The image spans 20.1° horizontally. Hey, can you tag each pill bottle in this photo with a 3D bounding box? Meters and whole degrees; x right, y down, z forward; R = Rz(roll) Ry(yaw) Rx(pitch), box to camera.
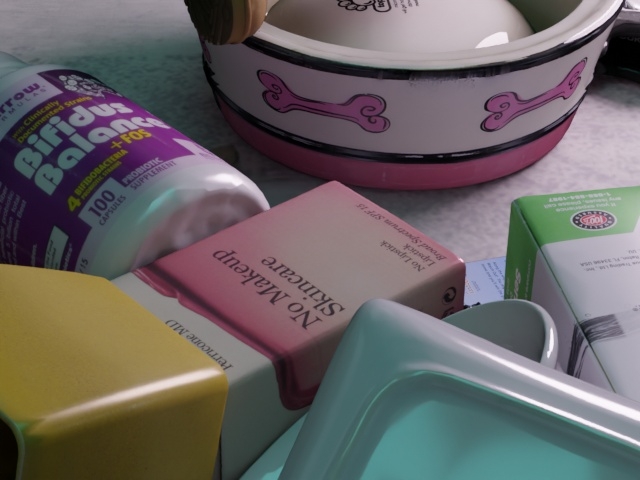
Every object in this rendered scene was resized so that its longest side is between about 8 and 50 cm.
[{"bbox_3d":[-0.189,-0.037,1.402,0.169,0.169,0.301,-26,43,-35],"label":"pill bottle"}]

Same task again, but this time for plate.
[{"bbox_3d":[0.085,0.183,0.872,0.277,0.045,0.278,21,71,18],"label":"plate"}]

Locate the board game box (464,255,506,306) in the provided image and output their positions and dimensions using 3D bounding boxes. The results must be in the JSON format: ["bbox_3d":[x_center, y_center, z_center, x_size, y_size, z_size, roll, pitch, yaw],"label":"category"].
[{"bbox_3d":[0.187,0.099,1.349,0.145,0.027,0.281,-10,36,-14],"label":"board game box"}]

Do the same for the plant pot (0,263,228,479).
[{"bbox_3d":[-0.181,0.131,1.140,0.187,0.212,0.212,-16,37,-41],"label":"plant pot"}]

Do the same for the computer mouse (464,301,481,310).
[{"bbox_3d":[0.132,0.127,1.254,0.041,0.071,0.242,0,41,-8],"label":"computer mouse"}]

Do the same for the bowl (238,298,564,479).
[{"bbox_3d":[0.058,0.180,1.078,0.298,0.134,0.298,-39,13,10],"label":"bowl"}]

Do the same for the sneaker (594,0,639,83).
[{"bbox_3d":[0.352,-0.188,1.738,0.234,0.078,0.106,-1,37,2],"label":"sneaker"}]

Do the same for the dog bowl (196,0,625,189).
[{"bbox_3d":[0.072,-0.195,1.665,0.408,0.150,0.408,1,35,-1],"label":"dog bowl"}]

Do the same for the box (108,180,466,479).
[{"bbox_3d":[-0.029,0.074,1.285,0.232,0.127,0.148,-25,43,-35],"label":"box"}]

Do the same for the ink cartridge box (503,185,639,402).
[{"bbox_3d":[0.265,0.085,1.240,0.211,0.121,0.289,-5,35,-10],"label":"ink cartridge box"}]

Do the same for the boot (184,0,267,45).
[{"bbox_3d":[0.009,-0.256,1.544,0.269,0.089,0.236,-9,36,-17],"label":"boot"}]
